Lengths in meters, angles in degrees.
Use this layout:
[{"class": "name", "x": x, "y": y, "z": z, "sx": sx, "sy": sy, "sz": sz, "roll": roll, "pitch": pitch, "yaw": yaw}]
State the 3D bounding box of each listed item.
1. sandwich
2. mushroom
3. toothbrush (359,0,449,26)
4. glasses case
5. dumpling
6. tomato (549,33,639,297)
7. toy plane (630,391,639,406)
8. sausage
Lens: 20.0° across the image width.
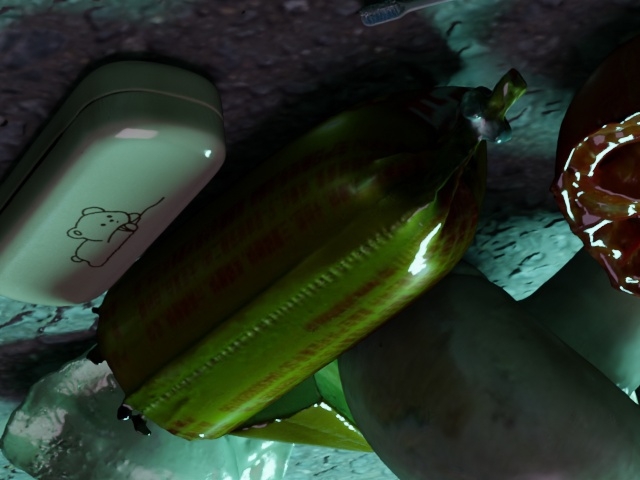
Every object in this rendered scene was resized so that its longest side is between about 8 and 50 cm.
[{"class": "sandwich", "x": -0.015, "y": 0.106, "z": 1.223, "sx": 0.074, "sy": 0.074, "sz": 0.116, "roll": -20, "pitch": 149, "yaw": 17}, {"class": "mushroom", "x": 0.138, "y": 0.075, "z": 1.103, "sx": 0.243, "sy": 0.243, "sz": 0.243, "roll": -6, "pitch": 150, "yaw": -3}, {"class": "toothbrush", "x": 0.096, "y": -0.132, "z": 0.893, "sx": 0.162, "sy": 0.014, "sz": 0.017, "roll": -15, "pitch": 169, "yaw": 12}, {"class": "glasses case", "x": -0.122, "y": -0.027, "z": 0.989, "sx": 0.083, "sy": 0.050, "sz": 0.196, "roll": 8, "pitch": 147, "yaw": -29}, {"class": "dumpling", "x": -0.108, "y": 0.144, "z": 1.235, "sx": 0.219, "sy": 0.108, "sz": 0.152, "roll": 10, "pitch": 146, "yaw": -32}, {"class": "tomato", "x": 0.238, "y": -0.054, "z": 0.976, "sx": 0.228, "sy": 0.101, "sz": 0.228, "roll": 2, "pitch": 145, "yaw": 2}, {"class": "toy plane", "x": 0.269, "y": 0.157, "z": 1.362, "sx": 0.256, "sy": 0.104, "sz": 0.242, "roll": 22, "pitch": 124, "yaw": -31}, {"class": "sausage", "x": -0.002, "y": 0.000, "z": 0.998, "sx": 0.125, "sy": 0.117, "sz": 0.317, "roll": -24, "pitch": 169, "yaw": -49}]
